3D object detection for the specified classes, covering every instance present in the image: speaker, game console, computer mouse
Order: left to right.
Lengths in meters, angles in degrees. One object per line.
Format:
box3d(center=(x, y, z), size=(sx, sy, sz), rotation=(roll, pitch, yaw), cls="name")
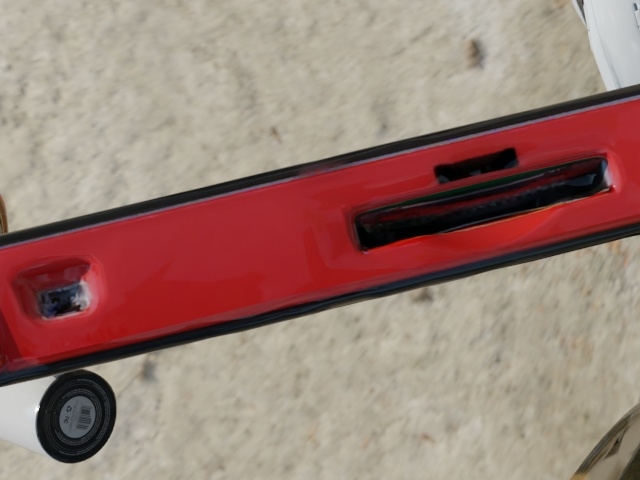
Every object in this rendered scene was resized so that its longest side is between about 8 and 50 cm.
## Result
box3d(center=(-0.178, 0.089, 1.021), size=(0.136, 0.055, 0.055), rotation=(10, 108, 48), cls="speaker")
box3d(center=(0.000, 0.000, 0.805), size=(0.387, 0.342, 0.060), rotation=(-13, 90, -2), cls="game console")
box3d(center=(0.214, -0.127, 1.165), size=(0.106, 0.042, 0.193), rotation=(-20, 83, 3), cls="computer mouse")

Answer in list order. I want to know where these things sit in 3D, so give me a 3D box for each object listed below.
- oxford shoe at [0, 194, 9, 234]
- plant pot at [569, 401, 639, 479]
box3d(center=(-0.326, 0.078, 1.503), size=(0.097, 0.098, 0.271), rotation=(12, 111, -16), cls="oxford shoe")
box3d(center=(0.248, 0.207, 0.948), size=(0.254, 0.237, 0.237), rotation=(36, 109, 0), cls="plant pot")
